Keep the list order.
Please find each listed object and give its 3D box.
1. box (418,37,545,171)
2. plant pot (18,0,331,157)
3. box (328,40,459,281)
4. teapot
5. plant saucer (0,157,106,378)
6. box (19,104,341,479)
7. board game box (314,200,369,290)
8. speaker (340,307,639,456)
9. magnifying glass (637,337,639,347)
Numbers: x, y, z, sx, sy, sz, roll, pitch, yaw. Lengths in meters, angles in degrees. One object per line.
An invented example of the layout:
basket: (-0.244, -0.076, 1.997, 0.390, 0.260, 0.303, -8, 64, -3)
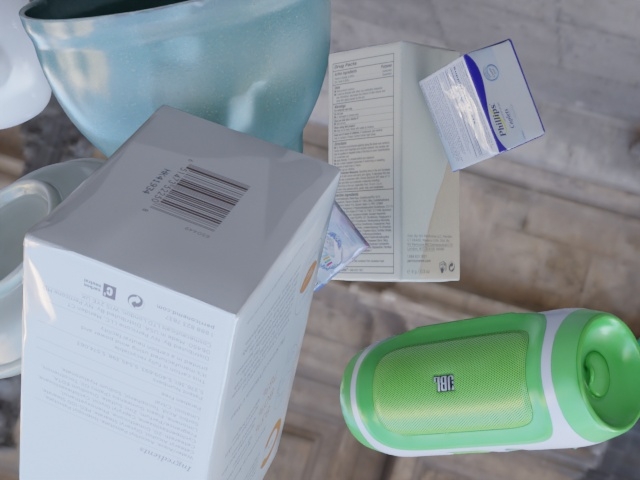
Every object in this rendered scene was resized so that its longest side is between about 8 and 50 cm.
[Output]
box: (0.196, -0.164, 1.423, 0.072, 0.126, 0.137, -21, -179, -19)
plant pot: (-0.118, -0.157, 1.115, 0.293, 0.196, 0.293, -10, -159, 4)
box: (0.098, -0.100, 1.553, 0.121, 0.311, 0.148, 1, 180, -43)
teapot: (-0.458, -0.238, 1.411, 0.187, 0.252, 0.256, -24, 169, -22)
plant saucer: (-0.465, 0.016, 1.803, 0.400, 0.400, 0.100, 14, 157, 44)
box: (-0.123, 0.101, 0.967, 0.168, 0.345, 0.215, 20, -143, 10)
board game box: (0.000, 0.000, 1.428, 0.090, 0.090, 0.020, 53, -162, 14)
speaker: (0.158, 0.141, 1.123, 0.131, 0.131, 0.296, 20, 157, -39)
magnifying glass: (0.312, 0.118, 1.144, 0.026, 0.231, 0.092, 37, -154, 13)
